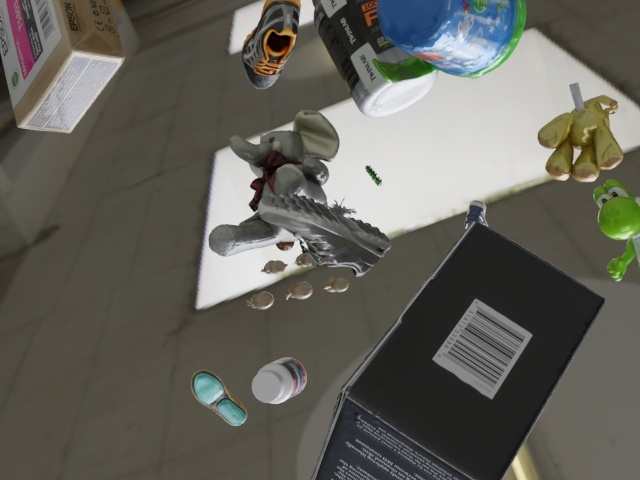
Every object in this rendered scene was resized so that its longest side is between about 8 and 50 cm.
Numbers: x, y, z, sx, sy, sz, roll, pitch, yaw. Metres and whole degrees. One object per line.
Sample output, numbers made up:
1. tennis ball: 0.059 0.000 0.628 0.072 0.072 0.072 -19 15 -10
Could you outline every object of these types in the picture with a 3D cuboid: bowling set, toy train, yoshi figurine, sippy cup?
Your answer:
1. bowling set: -0.072 0.075 2.638 0.287 0.199 0.154 -8 178 -13
2. toy train: 0.144 -0.175 2.589 0.017 0.023 0.083 -19 -135 -16
3. yoshi figurine: 0.833 0.008 2.464 0.203 0.362 0.203 -42 180 -7
4. sippy cup: 0.228 -0.427 1.772 0.240 0.305 0.224 22 -164 35

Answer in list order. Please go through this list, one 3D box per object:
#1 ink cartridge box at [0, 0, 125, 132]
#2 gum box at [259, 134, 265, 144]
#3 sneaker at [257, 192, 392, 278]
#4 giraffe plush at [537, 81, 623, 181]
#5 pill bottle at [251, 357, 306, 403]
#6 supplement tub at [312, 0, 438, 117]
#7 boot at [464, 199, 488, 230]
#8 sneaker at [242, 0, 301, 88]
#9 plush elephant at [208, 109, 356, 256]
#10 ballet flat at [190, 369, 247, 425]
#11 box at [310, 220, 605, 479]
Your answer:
1. ink cartridge box: -0.379 -0.301 1.356 0.088 0.234 0.193 0 151 -42
2. gum box: -0.103 -0.201 2.395 0.062 0.107 0.188 2 180 10
3. sneaker: 0.000 0.000 1.804 0.115 0.281 0.105 -60 -154 15
4. giraffe plush: 0.580 -0.236 2.086 0.182 0.210 0.170 4 -172 25
5. pill bottle: -0.113 0.376 2.537 0.108 0.107 0.180 -16 177 17
6. supplement tub: 0.116 -0.475 2.229 0.207 0.338 0.207 -24 163 -8
7. boot: 0.466 -0.041 2.906 0.069 0.190 0.086 14 -115 20
8. sneaker: -0.088 -0.334 1.672 0.084 0.215 0.083 4 -123 -14
9. plush elephant: -0.088 -0.140 2.045 0.330 0.255 0.272 -2 147 -48
10. ballet flat: -0.276 0.401 2.489 0.080 0.232 0.073 -36 -144 -4
11. box: 0.236 0.311 1.783 0.297 0.471 0.480 33 -127 13
